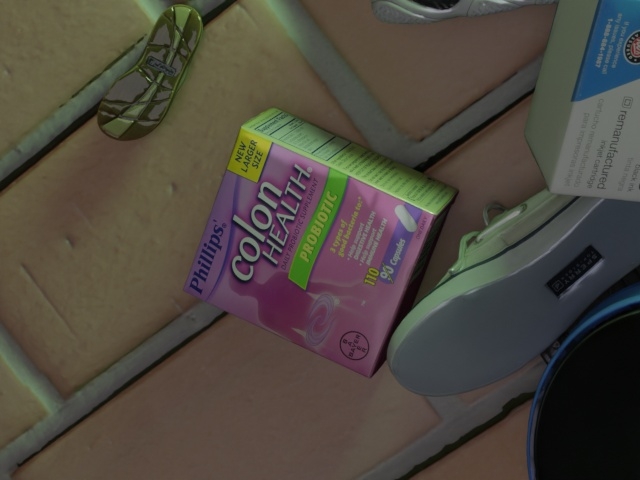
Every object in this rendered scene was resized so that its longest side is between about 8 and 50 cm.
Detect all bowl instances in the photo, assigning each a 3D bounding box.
[{"bbox_3d":[0.387,0.229,1.690,0.391,0.077,0.391,6,101,33],"label":"bowl"}]

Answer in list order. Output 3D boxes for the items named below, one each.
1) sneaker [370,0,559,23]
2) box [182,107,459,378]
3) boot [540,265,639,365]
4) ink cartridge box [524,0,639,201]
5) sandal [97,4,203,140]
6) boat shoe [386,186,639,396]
[{"bbox_3d":[0.210,-0.350,1.710,0.366,0.137,0.210,-7,105,22],"label":"sneaker"},{"bbox_3d":[0.000,0.000,1.886,0.243,0.117,0.213,25,111,10],"label":"box"},{"bbox_3d":[0.404,0.159,1.802,0.223,0.118,0.338,-36,91,22],"label":"boot"},{"bbox_3d":[0.382,-0.154,1.635,0.307,0.129,0.223,5,121,-10],"label":"ink cartridge box"},{"bbox_3d":[-0.192,-0.193,1.935,0.072,0.049,0.180,32,97,1],"label":"sandal"},{"bbox_3d":[0.217,0.017,1.811,0.367,0.156,0.136,-41,116,11],"label":"boat shoe"}]
